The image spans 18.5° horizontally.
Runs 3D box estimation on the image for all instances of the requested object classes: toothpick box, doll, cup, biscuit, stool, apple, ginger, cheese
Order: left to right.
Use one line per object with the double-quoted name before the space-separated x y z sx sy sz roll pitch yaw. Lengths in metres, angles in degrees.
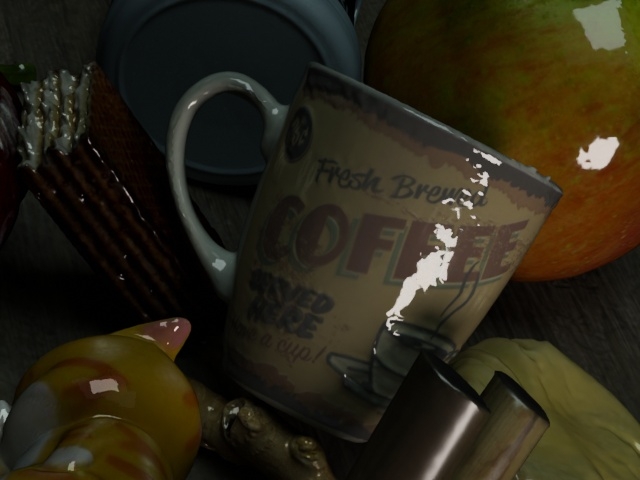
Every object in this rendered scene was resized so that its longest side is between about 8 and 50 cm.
"doll" -0.166 0.177 1.382 0.162 0.167 0.270 22 38 -19
"biscuit" -0.158 -0.027 1.578 0.070 0.252 0.106 -22 39 15
"toothpick box" -0.081 -0.239 1.864 0.263 0.263 0.355 18 38 -8
"ginger" -0.025 0.173 1.523 0.288 0.089 0.075 30 54 13
"cup" 0.000 0.000 1.547 0.301 0.257 0.227 28 0 0
"stool" 0.108 0.243 1.303 0.310 0.226 0.310 44 6 17
"cheese" 0.180 0.183 1.605 0.226 0.117 0.214 35 36 5
"apple" 0.211 -0.134 1.791 0.339 0.339 0.340 15 39 -12

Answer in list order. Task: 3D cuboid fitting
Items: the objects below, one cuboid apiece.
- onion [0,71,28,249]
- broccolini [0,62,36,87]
"onion" -0.323 -0.050 1.535 0.206 0.216 0.207 8 40 -54
"broccolini" -0.361 -0.156 1.768 0.216 0.058 0.067 -1 86 -39
